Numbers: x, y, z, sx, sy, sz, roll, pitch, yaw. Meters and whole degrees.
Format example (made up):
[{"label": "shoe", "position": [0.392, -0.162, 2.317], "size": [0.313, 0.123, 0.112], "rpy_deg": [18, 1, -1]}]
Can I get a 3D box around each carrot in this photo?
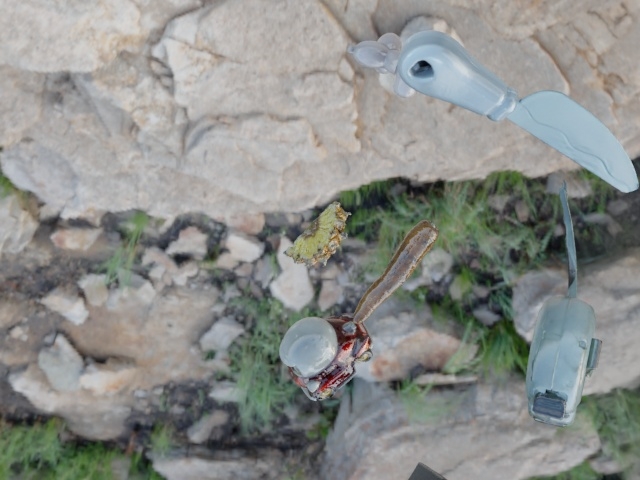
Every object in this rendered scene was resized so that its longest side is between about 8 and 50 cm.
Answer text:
[{"label": "carrot", "position": [0.093, 0.042, 1.025], "size": [0.036, 0.035, 0.165], "rpy_deg": [31, 101, -23]}]

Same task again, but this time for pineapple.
[{"label": "pineapple", "position": [0.000, 0.000, 0.850], "size": [0.083, 0.045, 0.019], "rpy_deg": [-45, 136, 12]}]

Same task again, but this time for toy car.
[{"label": "toy car", "position": [-0.002, 0.158, 1.218], "size": [0.139, 0.112, 0.112], "rpy_deg": [-37, 141, 12]}]

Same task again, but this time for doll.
[{"label": "doll", "position": [0.124, -0.242, 1.137], "size": [0.161, 0.160, 0.059], "rpy_deg": [4, 117, -23]}]

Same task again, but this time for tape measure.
[{"label": "tape measure", "position": [0.326, 0.069, 1.052], "size": [0.084, 0.330, 0.164], "rpy_deg": [11, 168, 14]}]

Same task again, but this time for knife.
[{"label": "knife", "position": [0.237, -0.142, 0.910], "size": [0.331, 0.044, 0.080], "rpy_deg": [24, 140, -13]}]

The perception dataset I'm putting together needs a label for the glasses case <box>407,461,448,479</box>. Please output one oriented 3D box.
[{"label": "glasses case", "position": [0.129, 0.434, 1.237], "size": [0.042, 0.072, 0.190], "rpy_deg": [34, 86, -23]}]
